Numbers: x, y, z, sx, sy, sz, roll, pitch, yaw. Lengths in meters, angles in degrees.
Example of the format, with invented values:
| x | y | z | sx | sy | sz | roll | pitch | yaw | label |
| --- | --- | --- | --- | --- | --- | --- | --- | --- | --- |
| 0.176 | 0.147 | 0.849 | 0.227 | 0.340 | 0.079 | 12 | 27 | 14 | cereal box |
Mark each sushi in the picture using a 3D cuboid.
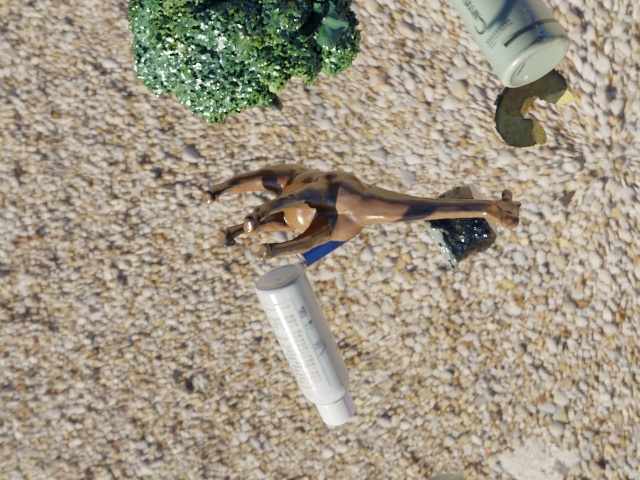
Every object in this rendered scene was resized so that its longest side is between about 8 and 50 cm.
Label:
| x | y | z | sx | sy | sz | roll | pitch | yaw | label |
| --- | --- | --- | --- | --- | --- | --- | --- | --- | --- |
| 0.266 | -0.035 | 1.609 | 0.126 | 0.225 | 0.136 | -31 | 95 | 14 | sushi |

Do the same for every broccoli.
| x | y | z | sx | sy | sz | roll | pitch | yaw | label |
| --- | --- | --- | --- | --- | --- | --- | --- | --- | --- |
| -0.064 | -0.183 | 0.651 | 0.195 | 0.156 | 0.195 | -2 | 87 | 35 | broccoli |

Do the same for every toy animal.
| x | y | z | sx | sy | sz | roll | pitch | yaw | label |
| --- | --- | --- | --- | --- | --- | --- | --- | --- | --- |
| 0.036 | -0.028 | 0.744 | 0.224 | 0.230 | 0.066 | 24 | 121 | 50 | toy animal |

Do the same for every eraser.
| x | y | z | sx | sy | sz | roll | pitch | yaw | label |
| --- | --- | --- | --- | --- | --- | --- | --- | --- | --- |
| 0.000 | 0.000 | 1.287 | 0.085 | 0.063 | 0.027 | -33 | 122 | -11 | eraser |

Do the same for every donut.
| x | y | z | sx | sy | sz | roll | pitch | yaw | label |
| --- | --- | --- | --- | --- | --- | --- | --- | --- | --- |
| 0.440 | -0.281 | 1.715 | 0.146 | 0.078 | 0.181 | 42 | 116 | 41 | donut |

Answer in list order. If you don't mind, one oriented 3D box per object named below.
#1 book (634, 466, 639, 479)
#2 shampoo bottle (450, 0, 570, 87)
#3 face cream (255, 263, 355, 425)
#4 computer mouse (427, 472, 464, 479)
| x | y | z | sx | sy | sz | roll | pitch | yaw | label |
| --- | --- | --- | --- | --- | --- | --- | --- | --- | --- |
| 0.549 | 0.427 | 1.238 | 0.182 | 0.014 | 0.127 | 22 | 94 | 10 | book |
| 0.181 | -0.301 | 0.940 | 0.085 | 0.085 | 0.262 | -34 | 71 | 19 | shampoo bottle |
| -0.015 | 0.166 | 1.254 | 0.082 | 0.082 | 0.269 | -13 | 116 | 20 | face cream |
| 0.208 | 0.516 | 1.617 | 0.056 | 0.089 | 0.182 | 41 | 64 | 13 | computer mouse |
